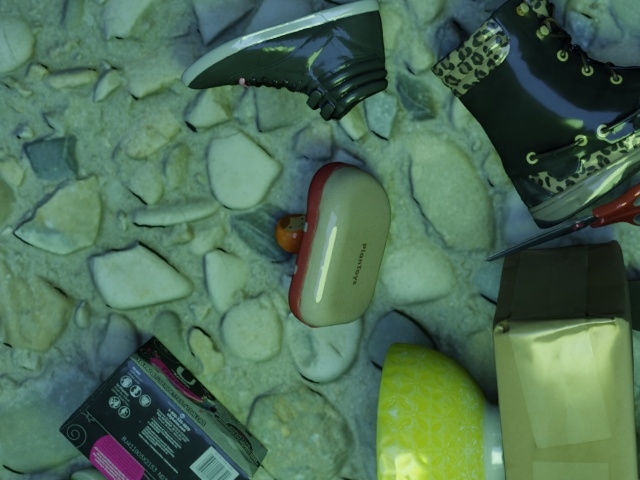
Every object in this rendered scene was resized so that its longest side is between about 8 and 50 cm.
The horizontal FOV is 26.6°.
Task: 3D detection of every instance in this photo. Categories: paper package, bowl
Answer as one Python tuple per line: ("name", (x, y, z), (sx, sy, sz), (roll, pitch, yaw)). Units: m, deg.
("paper package", (0.325, 0.196, 1.764), (0.168, 0.309, 0.325), (-4, 108, 13))
("bowl", (0.177, 0.280, 1.824), (0.156, 0.289, 0.290), (-3, 99, 13))

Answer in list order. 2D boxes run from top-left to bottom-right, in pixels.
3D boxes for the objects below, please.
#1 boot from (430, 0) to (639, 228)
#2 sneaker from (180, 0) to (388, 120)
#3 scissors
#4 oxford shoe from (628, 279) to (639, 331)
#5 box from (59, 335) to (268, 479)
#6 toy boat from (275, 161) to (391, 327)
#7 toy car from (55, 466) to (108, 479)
("boot", (0.359, -0.228, 1.799), (0.377, 0.138, 0.284), (-39, 92, 21))
("sneaker", (-0.041, -0.222, 1.873), (0.295, 0.104, 0.147), (-17, 91, 7))
("scissors", (0.359, -0.034, 1.800), (0.297, 0.109, 0.021), (-12, 60, -18))
("oxford shoe", (0.486, 0.082, 1.865), (0.212, 0.076, 0.076), (2, 113, 24))
("box", (-0.222, 0.288, 1.966), (0.247, 0.142, 0.163), (45, 101, -1))
("toy boat", (0.000, 0.000, 1.903), (0.151, 0.151, 0.231), (21, 103, 35))
("toy car", (-0.361, 0.443, 2.025), (0.182, 0.159, 0.136), (46, 139, -1))
